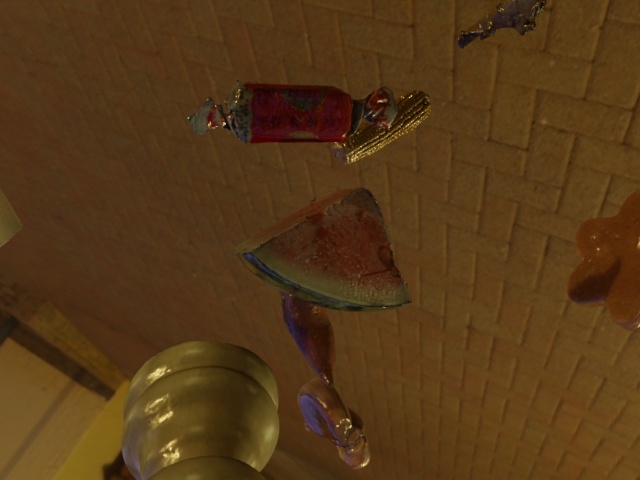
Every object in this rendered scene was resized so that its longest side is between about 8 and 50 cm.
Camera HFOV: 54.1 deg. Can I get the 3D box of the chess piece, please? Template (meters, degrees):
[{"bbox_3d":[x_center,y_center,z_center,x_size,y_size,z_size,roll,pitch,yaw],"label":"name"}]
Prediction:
[{"bbox_3d":[-0.114,0.255,0.609,0.182,0.182,0.330,44,-171,-23],"label":"chess piece"}]

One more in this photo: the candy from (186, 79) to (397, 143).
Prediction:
[{"bbox_3d":[-0.036,-0.176,0.868,0.292,0.086,0.059,0,-169,-7],"label":"candy"}]

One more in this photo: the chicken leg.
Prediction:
[{"bbox_3d":[0.307,-0.374,1.070,0.070,0.093,0.178,7,164,-41],"label":"chicken leg"}]

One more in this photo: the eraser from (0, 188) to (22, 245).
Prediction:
[{"bbox_3d":[-0.654,-0.024,1.039,0.279,0.081,0.124,-14,118,13],"label":"eraser"}]

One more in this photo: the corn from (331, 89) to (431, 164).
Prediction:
[{"bbox_3d":[0.169,-0.301,1.654,0.097,0.320,0.097,48,160,24],"label":"corn"}]

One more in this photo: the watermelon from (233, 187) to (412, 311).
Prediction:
[{"bbox_3d":[0.000,0.000,0.995,0.261,0.201,0.213,17,176,-22],"label":"watermelon"}]

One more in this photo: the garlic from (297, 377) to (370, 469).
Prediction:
[{"bbox_3d":[0.032,0.432,1.541,0.228,0.110,0.217,0,120,61],"label":"garlic"}]

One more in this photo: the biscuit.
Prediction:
[{"bbox_3d":[0.607,0.028,1.133,0.052,0.275,0.355,23,159,-25],"label":"biscuit"}]

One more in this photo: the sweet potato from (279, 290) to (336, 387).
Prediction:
[{"bbox_3d":[-0.036,0.131,1.318,0.106,0.095,0.355,161,94,-75],"label":"sweet potato"}]
